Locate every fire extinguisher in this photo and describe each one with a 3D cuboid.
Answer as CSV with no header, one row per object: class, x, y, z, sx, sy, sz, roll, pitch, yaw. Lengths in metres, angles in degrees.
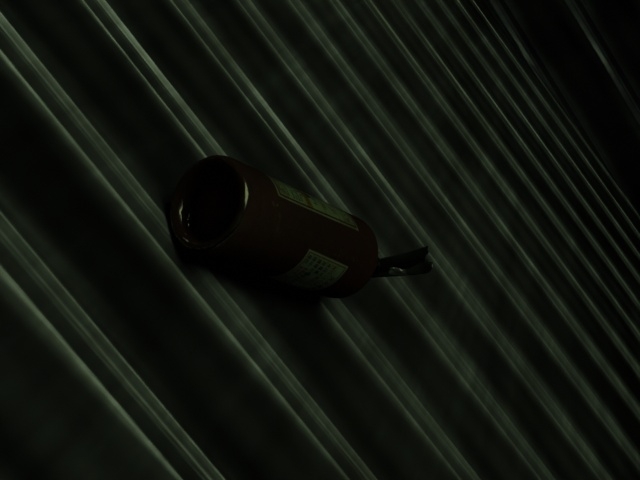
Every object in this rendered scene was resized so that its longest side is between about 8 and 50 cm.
fire extinguisher,0.000,0.000,0.727,0.231,0.099,0.071,22,63,-49
